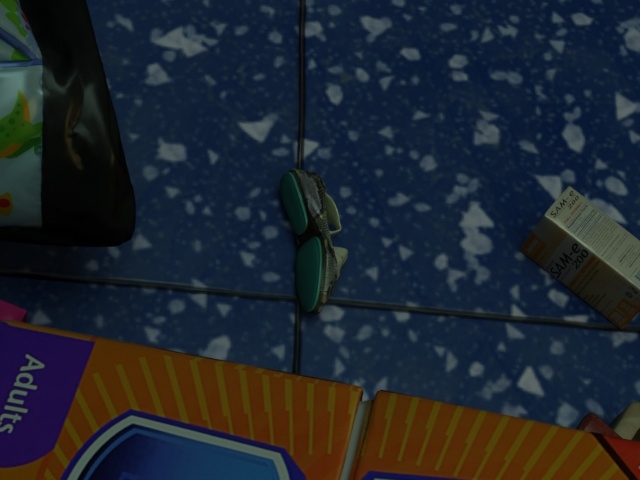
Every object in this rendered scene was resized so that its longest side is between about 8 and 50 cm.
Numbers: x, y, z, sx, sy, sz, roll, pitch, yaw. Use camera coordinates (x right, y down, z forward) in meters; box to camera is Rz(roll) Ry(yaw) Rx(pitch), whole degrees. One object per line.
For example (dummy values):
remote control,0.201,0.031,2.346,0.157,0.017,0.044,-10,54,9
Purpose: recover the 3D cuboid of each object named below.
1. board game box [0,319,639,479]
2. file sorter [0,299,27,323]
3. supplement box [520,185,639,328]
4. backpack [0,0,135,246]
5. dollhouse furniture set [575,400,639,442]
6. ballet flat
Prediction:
board game box,-0.020,0.309,0.732,0.356,0.356,0.357,10,51,7
file sorter,-0.313,0.164,0.895,0.182,0.202,0.291,23,61,1
supplement box,0.203,0.013,1.172,0.098,0.062,0.036,39,63,8
backpack,-0.320,-0.112,1.004,0.355,0.273,0.290,-13,35,-6
dollhouse furniture set,0.240,0.140,1.037,0.152,0.201,0.374,37,62,7
ballet flat,0.000,0.000,1.146,0.041,0.041,0.114,-4,65,-15
